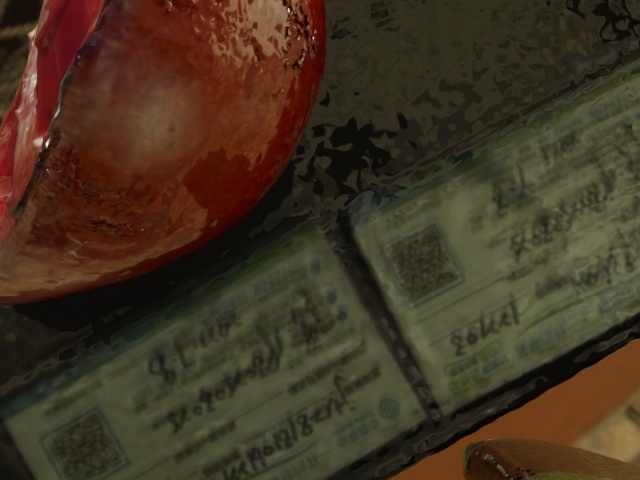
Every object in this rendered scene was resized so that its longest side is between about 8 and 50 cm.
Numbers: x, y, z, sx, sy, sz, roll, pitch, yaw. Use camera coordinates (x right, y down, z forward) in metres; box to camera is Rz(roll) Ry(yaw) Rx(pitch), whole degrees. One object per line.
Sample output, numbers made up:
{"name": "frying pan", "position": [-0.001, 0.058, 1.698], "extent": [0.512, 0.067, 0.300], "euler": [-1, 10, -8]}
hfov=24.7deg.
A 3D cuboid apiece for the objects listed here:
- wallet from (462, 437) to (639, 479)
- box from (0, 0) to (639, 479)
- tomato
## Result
{"name": "wallet", "position": [0.152, 0.136, 0.596], "extent": [0.160, 0.236, 0.055], "euler": [14, -88, -7]}
{"name": "box", "position": [0.000, 0.000, 0.631], "extent": [0.350, 0.058, 0.211], "euler": [-27, -93, -7]}
{"name": "tomato", "position": [-0.055, -0.050, 0.506], "extent": [0.099, 0.173, 0.189], "euler": [19, -47, -17]}
